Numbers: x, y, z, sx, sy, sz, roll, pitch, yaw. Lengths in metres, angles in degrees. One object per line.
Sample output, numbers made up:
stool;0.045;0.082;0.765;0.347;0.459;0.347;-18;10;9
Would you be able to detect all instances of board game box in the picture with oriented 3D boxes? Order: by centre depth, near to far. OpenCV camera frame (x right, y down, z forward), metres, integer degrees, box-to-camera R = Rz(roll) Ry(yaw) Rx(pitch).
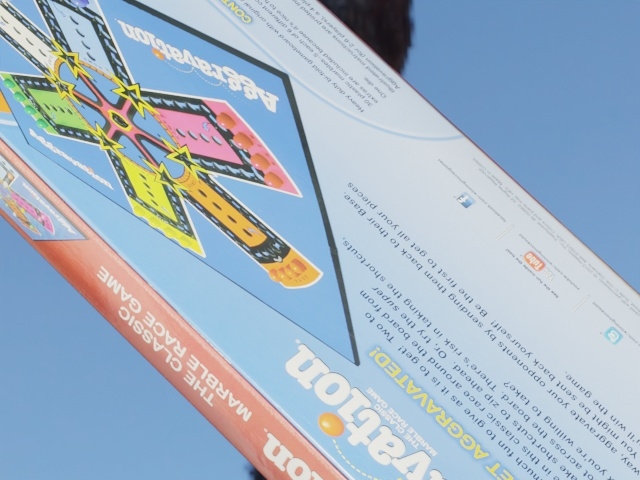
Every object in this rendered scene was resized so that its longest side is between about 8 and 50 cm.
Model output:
board game box;0.000;0.000;0.508;0.281;0.145;0.027;44;-47;11
